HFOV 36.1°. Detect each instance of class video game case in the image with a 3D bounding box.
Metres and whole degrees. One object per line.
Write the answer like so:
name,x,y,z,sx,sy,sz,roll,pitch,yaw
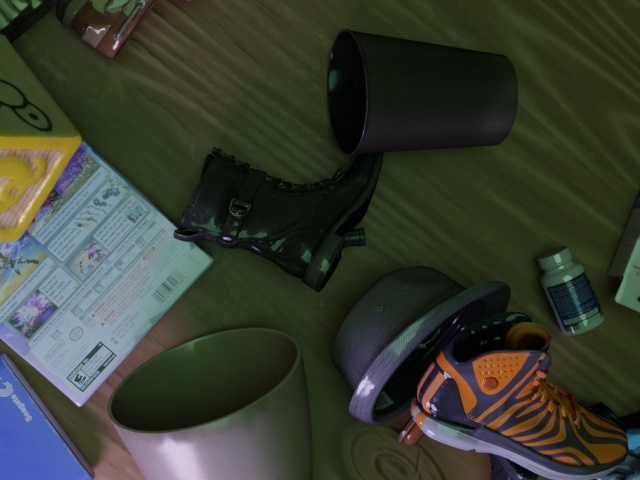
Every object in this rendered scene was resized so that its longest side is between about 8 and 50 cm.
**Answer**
video game case,-0.324,0.043,1.331,0.244,0.061,0.269,43,85,-7

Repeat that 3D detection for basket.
basket,0.142,-0.197,1.346,0.226,0.204,0.154,1,128,-15

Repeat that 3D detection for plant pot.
plant pot,-0.112,0.294,1.291,0.256,0.256,0.274,-19,110,-7

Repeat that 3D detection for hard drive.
hard drive,-0.498,0.331,1.319,0.318,0.040,0.210,-36,95,-6

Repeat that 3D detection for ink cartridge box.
ink cartridge box,0.496,0.023,1.445,0.104,0.061,0.181,23,87,-7

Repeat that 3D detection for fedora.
fedora,0.118,0.123,1.341,0.275,0.244,0.124,-38,64,-16

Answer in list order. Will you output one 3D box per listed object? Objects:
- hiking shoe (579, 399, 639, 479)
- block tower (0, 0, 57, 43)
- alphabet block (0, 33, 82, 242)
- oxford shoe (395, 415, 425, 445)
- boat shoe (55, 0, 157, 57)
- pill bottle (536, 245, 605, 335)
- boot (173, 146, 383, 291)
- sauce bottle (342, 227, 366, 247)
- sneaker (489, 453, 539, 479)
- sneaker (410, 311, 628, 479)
hiking shoe,0.530,0.294,1.425,0.304,0.113,0.132,-1,91,-8
block tower,-0.395,-0.349,1.304,0.335,0.091,0.097,-42,95,-5
alphabet block,-0.447,-0.126,1.192,0.197,0.192,0.193,50,119,21
oxford shoe,0.200,0.230,1.391,0.212,0.076,0.076,-37,79,-6
boat shoe,-0.206,-0.378,1.325,0.324,0.122,0.120,-42,101,2
pill bottle,0.360,0.072,1.424,0.067,0.067,0.120,-24,94,-7
boot,-0.052,-0.070,1.342,0.229,0.091,0.263,26,61,6
sauce bottle,0.000,0.000,1.385,0.128,0.042,0.042,-6,91,-6
sneaker,0.263,0.320,1.405,0.051,0.089,0.170,-15,49,-22
sneaker,0.294,0.205,1.297,0.321,0.125,0.180,14,117,-17
